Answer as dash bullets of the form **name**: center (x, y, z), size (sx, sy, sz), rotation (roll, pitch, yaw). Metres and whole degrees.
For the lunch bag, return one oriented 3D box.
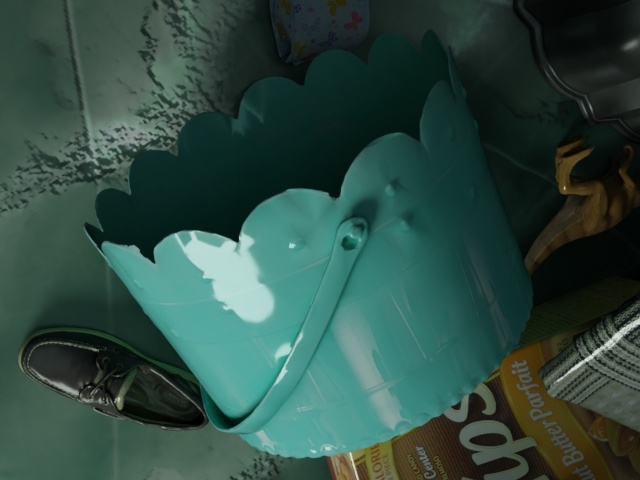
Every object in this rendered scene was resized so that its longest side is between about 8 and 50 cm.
- **lunch bag**: center (-0.002, -0.184, 0.731), size (0.071, 0.053, 0.083), rotation (-16, 125, -17)

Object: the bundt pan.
- **bundt pan**: center (0.337, -0.245, 0.804), size (0.331, 0.124, 0.331), rotation (-2, 96, -18)

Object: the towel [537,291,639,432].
- **towel**: center (0.381, 0.093, 0.696), size (0.324, 0.056, 0.312), rotation (28, 127, -22)

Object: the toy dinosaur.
- **toy dinosaur**: center (0.231, -0.027, 0.818), size (0.211, 0.064, 0.112), rotation (-30, 105, -14)

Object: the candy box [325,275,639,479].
- **candy box**: center (0.166, 0.168, 0.799), size (0.316, 0.087, 0.183), rotation (-19, 102, -17)

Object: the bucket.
- **bucket**: center (0.000, 0.000, 0.637), size (0.281, 0.281, 0.183), rotation (-33, 112, -13)

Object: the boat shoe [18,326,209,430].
- **boat shoe**: center (-0.151, 0.106, 0.707), size (0.152, 0.049, 0.056), rotation (19, 89, -19)
